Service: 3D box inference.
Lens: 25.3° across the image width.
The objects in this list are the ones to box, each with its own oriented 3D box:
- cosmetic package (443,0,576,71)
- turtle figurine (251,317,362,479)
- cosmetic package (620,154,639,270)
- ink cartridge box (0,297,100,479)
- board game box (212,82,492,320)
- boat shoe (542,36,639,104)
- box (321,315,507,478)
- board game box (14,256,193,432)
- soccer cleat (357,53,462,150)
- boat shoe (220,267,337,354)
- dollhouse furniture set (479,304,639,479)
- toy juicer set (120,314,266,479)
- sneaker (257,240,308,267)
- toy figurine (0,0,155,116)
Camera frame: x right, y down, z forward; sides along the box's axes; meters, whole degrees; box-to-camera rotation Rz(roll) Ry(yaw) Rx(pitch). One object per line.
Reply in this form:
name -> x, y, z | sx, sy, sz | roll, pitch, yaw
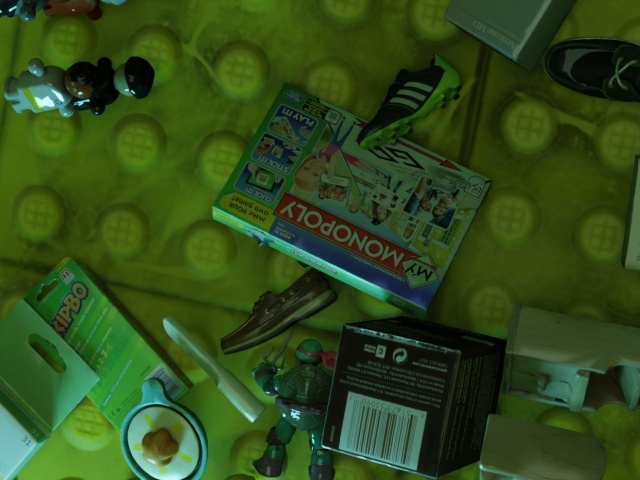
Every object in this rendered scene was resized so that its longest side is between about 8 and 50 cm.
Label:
cosmetic package -> 0.280, -0.356, 1.869 | 0.127, 0.107, 0.238 | 32, 95, 21
turtle figurine -> -0.021, 0.213, 1.960 | 0.175, 0.118, 0.234 | 12, 103, 14
cosmetic package -> 0.545, -0.021, 1.836 | 0.296, 0.129, 0.153 | 6, 95, 10
ink cartridge box -> -0.452, 0.225, 2.047 | 0.171, 0.056, 0.235 | 44, 110, 6
board game box -> 0.043, -0.055, 1.918 | 0.317, 0.046, 0.214 | 26, 68, 7
boat shoe -> 0.408, -0.222, 1.876 | 0.233, 0.079, 0.084 | 14, 95, 11
box -> 0.126, 0.199, 1.867 | 0.168, 0.203, 0.167 | 11, 95, 24
board game box -> -0.313, 0.154, 2.043 | 0.124, 0.039, 0.259 | -43, 88, 11
soccer cleat -> 0.110, -0.185, 1.919 | 0.179, 0.060, 0.072 | -35, 73, -19
boat shoe -> -0.065, 0.100, 1.987 | 0.178, 0.064, 0.060 | -30, 83, 4
dollhouse furniture set -> 0.331, 0.311, 1.790 | 0.256, 0.362, 0.394 | 10, 65, 11
toy juicer set -> -0.180, 0.292, 1.953 | 0.209, 0.089, 0.329 | 25, 113, 15
sneaker -> 0.000, 0.000, 1.972 | 0.192, 0.064, 0.086 | 20, 111, 4
toy figurine -> -0.334, -0.275, 1.934 | 0.148, 0.209, 0.213 | -8, 93, 21
